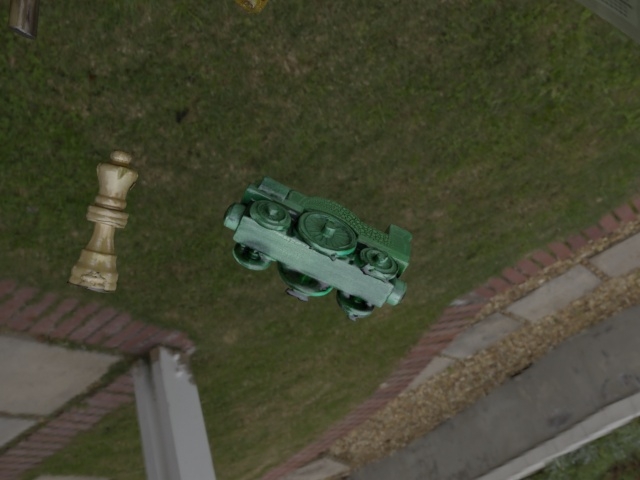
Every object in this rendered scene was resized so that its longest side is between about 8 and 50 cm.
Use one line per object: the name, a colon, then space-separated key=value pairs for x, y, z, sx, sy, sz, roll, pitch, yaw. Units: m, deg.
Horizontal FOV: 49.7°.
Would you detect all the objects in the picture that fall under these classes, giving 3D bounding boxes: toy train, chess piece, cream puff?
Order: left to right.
chess piece: x=-0.259 y=-0.025 z=0.836 sx=0.060 sy=0.171 sz=0.060 roll=13 pitch=179 yaw=0
cream puff: x=-0.132 y=-0.467 z=1.305 sx=0.083 sy=0.058 sz=0.083 roll=2 pitch=159 yaw=-4
toy train: x=0.000 y=0.000 z=0.639 sx=0.178 sy=0.104 sz=0.071 roll=25 pitch=125 yaw=-5

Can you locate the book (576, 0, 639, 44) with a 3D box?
book: x=0.108 y=-0.171 z=0.283 sx=0.025 sy=0.215 sz=0.283 roll=-45 pitch=156 yaw=8

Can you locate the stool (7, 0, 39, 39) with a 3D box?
stool: x=-0.698 y=-0.582 z=1.378 sx=0.311 sy=0.226 sz=0.310 roll=19 pitch=177 yaw=14
